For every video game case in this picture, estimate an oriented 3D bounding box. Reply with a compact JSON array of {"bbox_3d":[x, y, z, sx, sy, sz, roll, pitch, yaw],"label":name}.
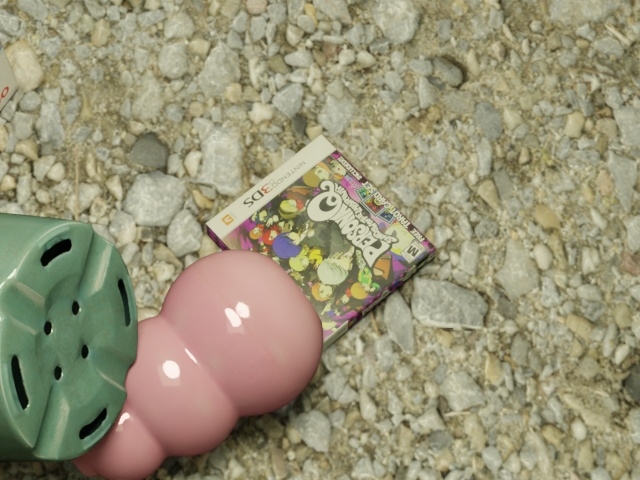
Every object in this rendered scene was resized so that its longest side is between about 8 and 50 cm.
[{"bbox_3d":[0.000,0.000,1.584,0.210,0.042,0.232,-39,72,-16],"label":"video game case"}]

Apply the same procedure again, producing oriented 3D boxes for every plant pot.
[{"bbox_3d":[-0.405,0.103,1.299,0.334,0.341,0.341,1,63,24],"label":"plant pot"}]

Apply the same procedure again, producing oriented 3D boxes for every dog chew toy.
[{"bbox_3d":[-0.159,0.162,1.426,0.332,0.206,0.206,-39,72,-9],"label":"dog chew toy"}]

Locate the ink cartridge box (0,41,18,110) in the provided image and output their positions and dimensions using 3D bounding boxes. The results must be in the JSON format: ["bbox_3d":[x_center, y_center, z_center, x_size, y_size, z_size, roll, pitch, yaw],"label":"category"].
[{"bbox_3d":[-0.552,-0.238,1.545,0.197,0.270,0.198,26,67,11],"label":"ink cartridge box"}]
